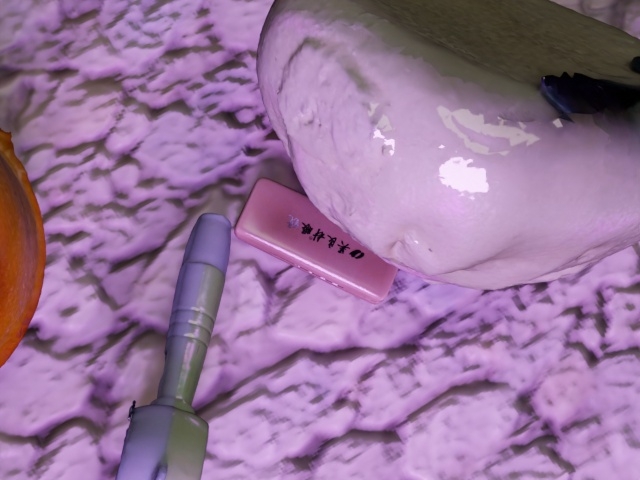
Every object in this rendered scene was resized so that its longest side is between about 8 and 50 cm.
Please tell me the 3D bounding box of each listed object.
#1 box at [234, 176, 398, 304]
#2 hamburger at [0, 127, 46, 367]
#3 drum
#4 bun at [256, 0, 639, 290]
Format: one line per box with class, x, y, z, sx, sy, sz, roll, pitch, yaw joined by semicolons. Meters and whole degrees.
box;0.000;0.000;0.926;0.115;0.025;0.048;27;75;-6
hamburger;-0.275;0.003;0.804;0.237;0.147;0.236;0;90;-15
drum;-0.089;0.092;0.831;0.049;0.130;0.253;13;76;-6
bun;0.087;-0.058;0.868;0.293;0.293;0.187;15;112;-9
